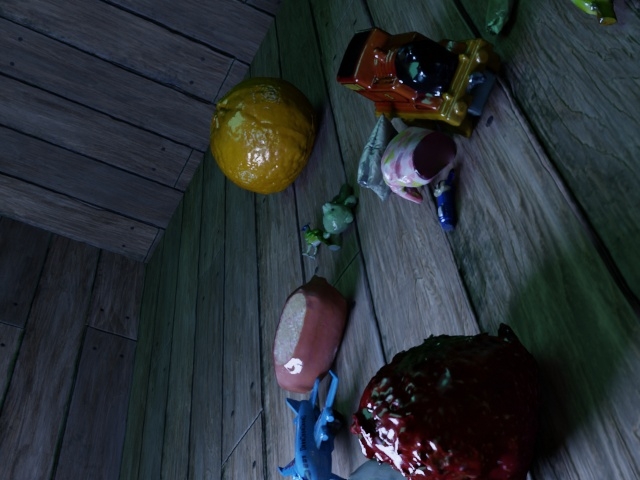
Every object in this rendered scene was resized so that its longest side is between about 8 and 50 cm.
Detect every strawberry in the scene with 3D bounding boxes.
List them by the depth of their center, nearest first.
[{"bbox_3d":[0.178,0.243,1.048,0.274,0.274,0.220,-27,84,60],"label":"strawberry"}]

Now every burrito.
[{"bbox_3d":[0.346,-0.469,1.496,0.058,0.045,0.188,141,142,-65],"label":"burrito"}]

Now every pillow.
[{"bbox_3d":[0.129,-0.163,1.603,0.148,0.050,0.230,-68,-15,0],"label":"pillow"}]

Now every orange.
[{"bbox_3d":[-0.174,-0.311,2.281,0.340,0.293,0.340,-53,25,38],"label":"orange"}]

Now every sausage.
[{"bbox_3d":[-0.024,0.201,1.666,0.148,0.148,0.254,-2,70,68],"label":"sausage"}]

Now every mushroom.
[{"bbox_3d":[0.128,0.382,1.193,0.278,0.099,0.096,-20,58,59],"label":"mushroom"}]

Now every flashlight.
[{"bbox_3d":[0.227,-0.070,1.436,0.057,0.035,0.121,-46,31,45],"label":"flashlight"}]

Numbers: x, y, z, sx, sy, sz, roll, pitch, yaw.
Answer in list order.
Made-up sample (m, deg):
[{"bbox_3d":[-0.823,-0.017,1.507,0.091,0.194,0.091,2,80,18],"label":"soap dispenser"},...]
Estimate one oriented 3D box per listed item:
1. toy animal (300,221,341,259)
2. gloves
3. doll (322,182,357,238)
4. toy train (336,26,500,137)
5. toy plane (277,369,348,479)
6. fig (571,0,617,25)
[{"bbox_3d":[-0.007,0.015,1.936,0.075,0.041,0.217,-65,26,7],"label":"toy animal"},{"bbox_3d":[0.176,-0.154,1.494,0.145,0.126,0.241,-70,17,-4],"label":"gloves"},{"bbox_3d":[0.038,-0.076,1.869,0.115,0.077,0.150,-43,21,31],"label":"doll"},{"bbox_3d":[0.178,-0.314,1.503,0.163,0.232,0.369,-68,22,2],"label":"toy train"},{"bbox_3d":[-0.012,0.388,1.512,0.254,0.105,0.271,-63,23,19],"label":"toy plane"},{"bbox_3d":[0.377,-0.499,1.193,0.233,0.233,0.314,-26,42,61],"label":"fig"}]
